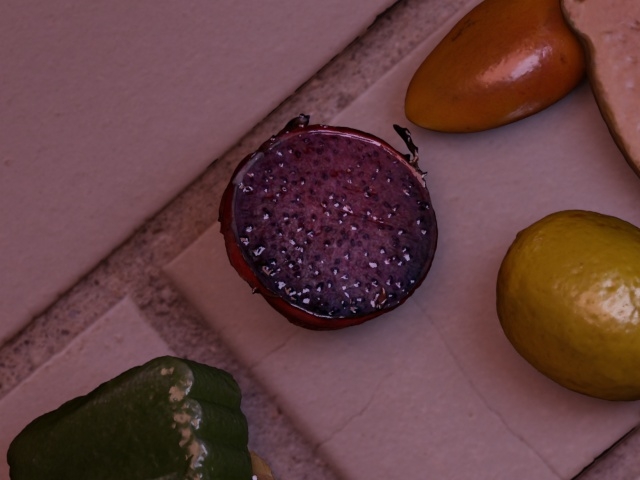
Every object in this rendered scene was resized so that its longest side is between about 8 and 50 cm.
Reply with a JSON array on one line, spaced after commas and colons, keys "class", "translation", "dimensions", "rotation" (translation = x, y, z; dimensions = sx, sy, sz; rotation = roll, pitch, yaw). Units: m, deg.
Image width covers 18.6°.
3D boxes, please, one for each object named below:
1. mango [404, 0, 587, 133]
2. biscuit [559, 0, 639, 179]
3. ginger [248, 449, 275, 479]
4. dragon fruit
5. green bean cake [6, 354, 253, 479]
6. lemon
[{"class": "mango", "translation": [0.178, -0.182, 1.968], "dimensions": [0.217, 0.102, 0.141], "rotation": [-30, 63, 5]}, {"class": "biscuit", "translation": [0.400, -0.178, 1.865], "dimensions": [0.287, 0.057, 0.343], "rotation": [-29, 79, 10]}, {"class": "ginger", "translation": [-0.033, 0.303, 1.929], "dimensions": [0.133, 0.059, 0.214], "rotation": [-20, 70, 19]}, {"class": "dragon fruit", "translation": [-0.003, 0.003, 1.967], "dimensions": [0.218, 0.148, 0.223], "rotation": [4, 64, -14]}, {"class": "green bean cake", "translation": [-0.189, 0.246, 1.933], "dimensions": [0.248, 0.125, 0.222], "rotation": [-17, 69, 26]}, {"class": "lemon", "translation": [0.258, 0.060, 1.849], "dimensions": [0.207, 0.170, 0.170], "rotation": [30, 86, 23]}]
